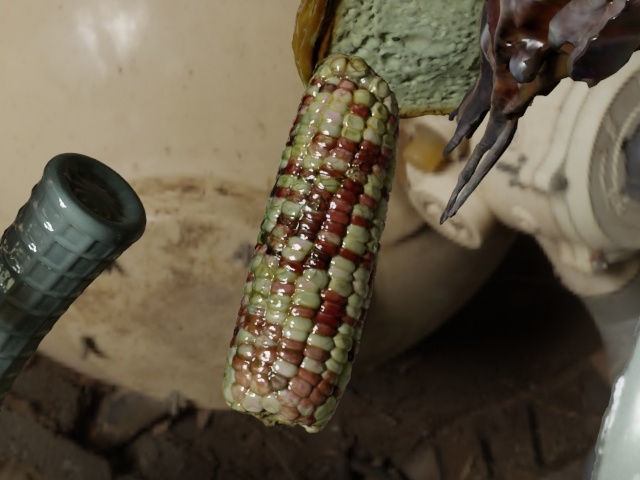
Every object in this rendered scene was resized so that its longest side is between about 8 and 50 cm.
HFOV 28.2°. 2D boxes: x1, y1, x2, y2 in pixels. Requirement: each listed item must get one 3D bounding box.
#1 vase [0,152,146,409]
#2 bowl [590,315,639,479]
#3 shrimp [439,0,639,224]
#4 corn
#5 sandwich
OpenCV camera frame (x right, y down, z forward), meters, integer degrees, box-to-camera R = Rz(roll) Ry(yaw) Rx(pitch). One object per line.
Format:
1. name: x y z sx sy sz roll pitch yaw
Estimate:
1. vase: -0.299 0.051 1.244 0.143 0.143 0.299 30 117 -29
2. bowl: 0.286 0.134 0.792 0.146 0.313 0.313 16 136 -2
3. shrimp: 0.117 -0.104 0.391 0.145 0.116 0.343 -1 152 -23
4. corn: 0.000 0.000 0.843 0.086 0.253 0.086 14 172 2
5. sandwich: 0.113 -0.252 1.220 0.271 0.099 0.301 -2 138 -13
